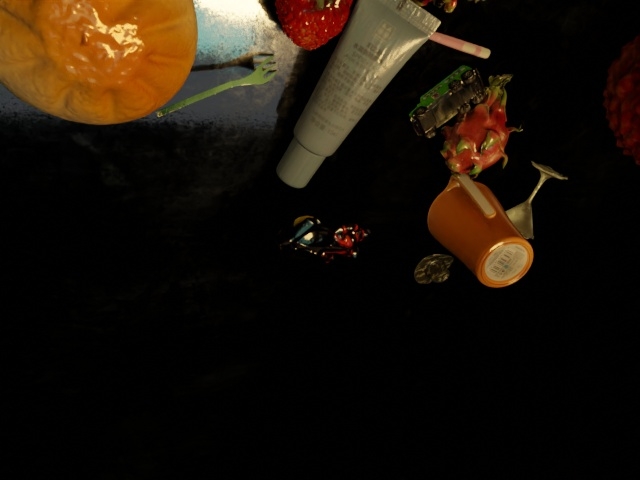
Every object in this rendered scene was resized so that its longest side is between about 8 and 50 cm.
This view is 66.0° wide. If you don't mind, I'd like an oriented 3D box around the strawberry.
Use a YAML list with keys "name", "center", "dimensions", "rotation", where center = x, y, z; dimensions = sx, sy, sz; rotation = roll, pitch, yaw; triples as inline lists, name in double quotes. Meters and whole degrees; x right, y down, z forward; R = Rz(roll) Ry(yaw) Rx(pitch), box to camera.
- name: "strawberry"
  center: [-0.011, -0.373, 0.775]
  dimensions: [0.131, 0.148, 0.131]
  rotation: [-1, 94, -9]

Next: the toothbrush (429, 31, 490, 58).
- name: "toothbrush"
  center: [0.220, -0.385, 0.933]
  dimensions: [0.287, 0.025, 0.020]
  rotation: [3, 126, -30]

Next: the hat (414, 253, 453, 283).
- name: "hat"
  center: [0.322, 0.087, 1.366]
  dimensions: [0.121, 0.050, 0.121]
  rotation: [-13, 134, -14]

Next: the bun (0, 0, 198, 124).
- name: "bun"
  center: [-0.308, -0.286, 0.651]
  dimensions: [0.299, 0.164, 0.298]
  rotation: [-15, 132, -17]

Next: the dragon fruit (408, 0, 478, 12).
- name: "dragon fruit"
  center: [0.198, -0.444, 0.784]
  dimensions: [0.172, 0.160, 0.166]
  rotation: [-11, 89, -22]

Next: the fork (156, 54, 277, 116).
- name: "fork"
  center: [-0.156, -0.245, 0.802]
  dimensions: [0.235, 0.021, 0.039]
  rotation: [-35, 136, -28]

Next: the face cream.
- name: "face cream"
  center: [0.037, -0.252, 0.874]
  dimensions: [0.136, 0.086, 0.385]
  rotation: [31, 124, -10]

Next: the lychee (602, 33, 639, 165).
- name: "lychee"
  center: [0.831, -0.322, 1.045]
  dimensions: [0.425, 0.424, 0.500]
  rotation: [-29, 159, -2]

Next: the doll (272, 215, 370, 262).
- name: "doll"
  center: [-0.002, 0.000, 1.111]
  dimensions: [0.249, 0.088, 0.127]
  rotation: [-2, 108, -37]

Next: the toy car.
- name: "toy car"
  center: [0.252, -0.284, 1.008]
  dimensions: [0.165, 0.062, 0.071]
  rotation: [-37, 134, 5]

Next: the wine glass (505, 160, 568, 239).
- name: "wine glass"
  center: [0.546, -0.106, 1.280]
  dimensions: [0.122, 0.122, 0.182]
  rotation: [11, 116, -33]

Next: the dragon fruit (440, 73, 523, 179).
- name: "dragon fruit"
  center: [0.352, -0.241, 1.057]
  dimensions: [0.137, 0.135, 0.235]
  rotation: [30, 92, -35]

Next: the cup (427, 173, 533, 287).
- name: "cup"
  center: [0.371, -0.033, 1.158]
  dimensions: [0.182, 0.264, 0.226]
  rotation: [-21, 123, 1]
